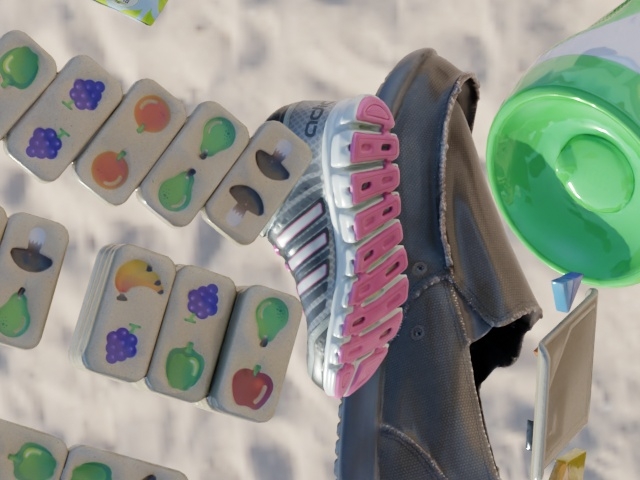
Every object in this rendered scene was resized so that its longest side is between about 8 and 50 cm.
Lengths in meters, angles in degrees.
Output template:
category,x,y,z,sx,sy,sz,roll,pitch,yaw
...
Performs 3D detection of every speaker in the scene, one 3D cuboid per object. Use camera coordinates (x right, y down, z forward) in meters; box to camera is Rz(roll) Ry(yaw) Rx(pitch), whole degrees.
category,x,y,z,sx,sy,sz,roll,pitch,yaw
speaker,0.212,-0.091,0.994,0.131,0.296,0.131,25,133,30

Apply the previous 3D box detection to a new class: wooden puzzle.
category,x,y,z,sx,sy,sz,roll,pitch,yaw
wooden puzzle,0.106,0.064,0.856,0.014,0.078,0.116,12,109,23

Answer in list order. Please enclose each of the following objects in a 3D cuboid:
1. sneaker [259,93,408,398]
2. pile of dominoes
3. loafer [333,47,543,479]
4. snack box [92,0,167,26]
category,x,y,z,sx,sy,sz,roll,pitch,yaw
sneaker,0.000,0.000,1.024,0.075,0.063,0.170,14,117,32
pile of dominoes,-0.129,0.007,0.826,0.040,0.251,0.196,-7,65,68
loafer,0.091,0.042,1.338,0.134,0.130,0.366,57,-145,-69
snack box,-0.099,-0.246,1.022,0.174,0.070,0.207,43,106,40
